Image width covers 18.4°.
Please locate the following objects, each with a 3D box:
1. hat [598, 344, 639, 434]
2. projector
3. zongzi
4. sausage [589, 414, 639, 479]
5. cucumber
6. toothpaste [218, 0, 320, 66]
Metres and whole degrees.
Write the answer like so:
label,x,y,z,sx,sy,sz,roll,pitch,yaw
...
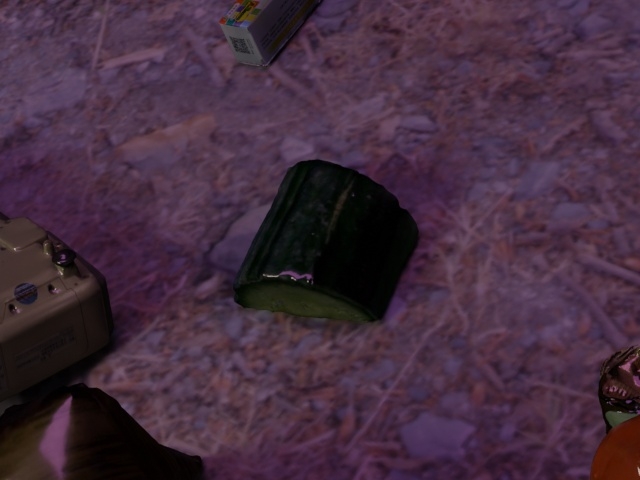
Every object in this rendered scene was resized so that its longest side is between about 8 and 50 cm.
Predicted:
label,x,y,z,sx,sy,sz,roll,pitch,yaw
hat,0.212,0.103,1.219,0.077,0.059,0.076,-2,30,14
projector,-0.300,0.029,1.456,0.193,0.088,0.269,-29,40,-29
zongzi,-0.201,0.201,1.200,0.286,0.300,0.138,-31,84,6
sausage,0.277,0.148,1.093,0.258,0.133,0.133,5,50,24
cucumber,0.000,0.000,1.408,0.116,0.062,0.115,5,53,29
toothpaste,-0.021,-0.213,1.639,0.034,0.046,0.164,13,54,37
